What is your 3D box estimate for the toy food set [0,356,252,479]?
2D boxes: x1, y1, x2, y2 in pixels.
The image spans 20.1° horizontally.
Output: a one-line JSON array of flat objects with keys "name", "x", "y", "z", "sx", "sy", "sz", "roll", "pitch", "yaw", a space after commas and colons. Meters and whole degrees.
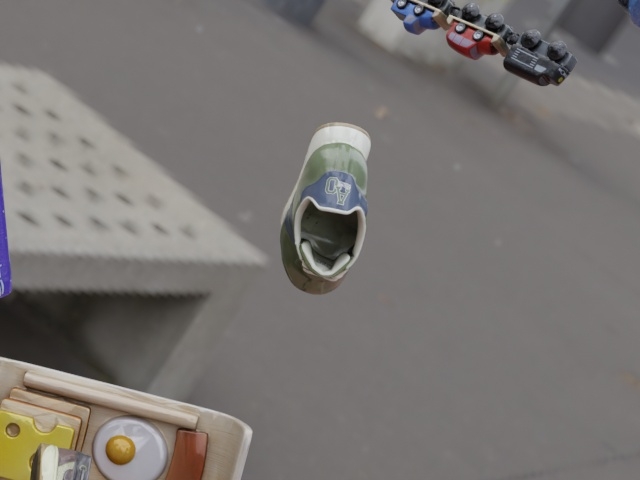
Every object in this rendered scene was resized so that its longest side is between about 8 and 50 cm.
[{"name": "toy food set", "x": -0.241, "y": 0.256, "z": 1.818, "sx": 0.306, "sy": 0.220, "sz": 0.092, "roll": 14, "pitch": 4, "yaw": 1}]

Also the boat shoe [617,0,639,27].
[{"name": "boat shoe", "x": 0.249, "y": -0.191, "z": 0.897, "sx": 0.089, "sy": 0.258, "sz": 0.109, "roll": 61, "pitch": -9, "yaw": 16}]

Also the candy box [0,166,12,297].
[{"name": "candy box", "x": -0.270, "y": -0.051, "z": 0.718, "sx": 0.268, "sy": 0.317, "sz": 0.122, "roll": -27, "pitch": 60, "yaw": -22}]

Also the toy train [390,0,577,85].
[{"name": "toy train", "x": 0.108, "y": -0.143, "z": 1.258, "sx": 0.158, "sy": 0.036, "sz": 0.027, "roll": 29, "pitch": -3, "yaw": 33}]

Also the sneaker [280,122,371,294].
[{"name": "sneaker", "x": 0.000, "y": 0.000, "z": 1.425, "sx": 0.064, "sy": 0.192, "sz": 0.086, "roll": 9, "pitch": 50, "yaw": -3}]

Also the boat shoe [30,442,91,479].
[{"name": "boat shoe", "x": -0.188, "y": 0.221, "z": 1.330, "sx": 0.049, "sy": 0.056, "sz": 0.152, "roll": 4, "pitch": 62, "yaw": -15}]
